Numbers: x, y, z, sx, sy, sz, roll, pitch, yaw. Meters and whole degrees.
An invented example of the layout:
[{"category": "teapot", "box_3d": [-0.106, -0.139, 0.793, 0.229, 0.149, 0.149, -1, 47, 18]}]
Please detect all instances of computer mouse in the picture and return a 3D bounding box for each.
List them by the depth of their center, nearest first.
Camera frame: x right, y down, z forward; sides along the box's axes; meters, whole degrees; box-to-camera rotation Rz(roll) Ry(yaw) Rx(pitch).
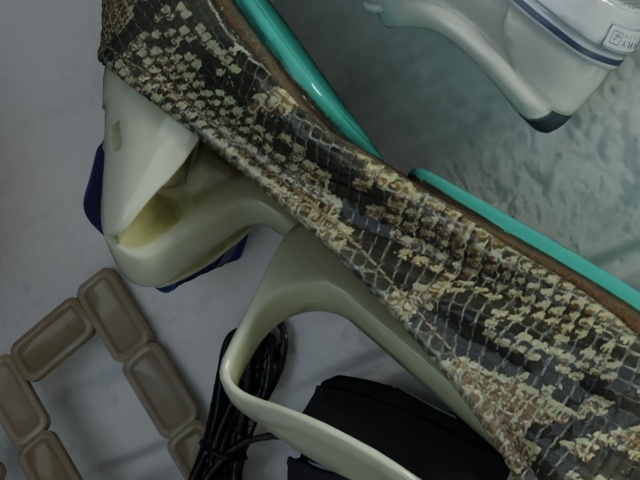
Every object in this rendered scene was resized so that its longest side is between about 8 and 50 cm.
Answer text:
[{"category": "computer mouse", "box_3d": [0.013, 0.159, 1.033, 0.262, 0.060, 0.184, 21, 94, 34]}]

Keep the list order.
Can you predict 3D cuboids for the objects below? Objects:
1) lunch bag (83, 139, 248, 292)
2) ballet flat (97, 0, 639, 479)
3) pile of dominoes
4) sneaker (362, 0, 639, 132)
[{"category": "lunch bag", "box_3d": [-0.087, -0.025, 1.109, 0.098, 0.065, 0.067, 45, 135, 24]}, {"category": "ballet flat", "box_3d": [0.000, 0.000, 0.968, 0.182, 0.164, 0.483, -46, 66, -1]}, {"category": "pile of dominoes", "box_3d": [-0.134, 0.173, 1.172, 0.196, 0.040, 0.251, -38, 68, 14]}, {"category": "sneaker", "box_3d": [0.047, -0.156, 0.973, 0.258, 0.094, 0.091, 45, 115, 24]}]
